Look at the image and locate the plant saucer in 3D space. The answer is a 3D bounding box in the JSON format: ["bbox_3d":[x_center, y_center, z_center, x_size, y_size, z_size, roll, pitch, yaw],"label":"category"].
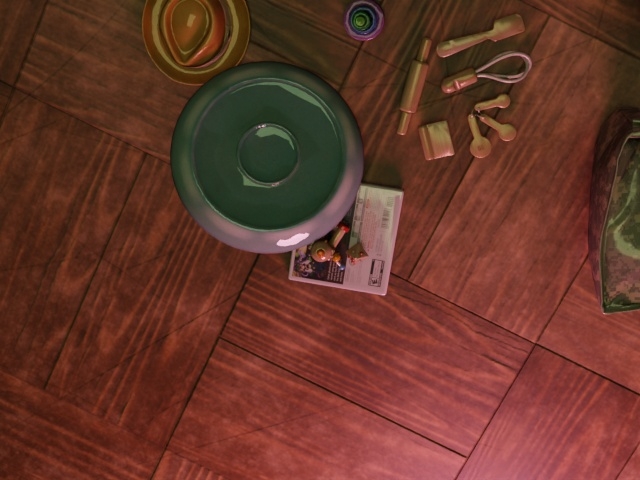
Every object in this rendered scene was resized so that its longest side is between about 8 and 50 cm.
[{"bbox_3d":[-0.085,-0.138,1.628,0.318,0.044,0.317,0,86,-5],"label":"plant saucer"}]

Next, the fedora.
[{"bbox_3d":[-0.207,-0.344,1.622,0.194,0.079,0.194,2,106,6],"label":"fedora"}]

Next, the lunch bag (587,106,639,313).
[{"bbox_3d":[0.498,-0.059,1.547,0.169,0.235,0.287,-1,106,12],"label":"lunch bag"}]

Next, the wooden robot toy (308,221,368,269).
[{"bbox_3d":[0.000,0.000,1.673,0.173,0.079,0.076,29,107,-3],"label":"wooden robot toy"}]

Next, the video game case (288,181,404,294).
[{"bbox_3d":[0.042,-0.010,1.719,0.173,0.022,0.190,9,107,3],"label":"video game case"}]

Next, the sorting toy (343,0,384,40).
[{"bbox_3d":[0.050,-0.488,1.533,0.127,0.126,0.365,-4,104,7],"label":"sorting toy"}]

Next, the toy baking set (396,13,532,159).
[{"bbox_3d":[0.234,-0.249,1.632,0.197,0.030,0.256,10,106,0],"label":"toy baking set"}]
